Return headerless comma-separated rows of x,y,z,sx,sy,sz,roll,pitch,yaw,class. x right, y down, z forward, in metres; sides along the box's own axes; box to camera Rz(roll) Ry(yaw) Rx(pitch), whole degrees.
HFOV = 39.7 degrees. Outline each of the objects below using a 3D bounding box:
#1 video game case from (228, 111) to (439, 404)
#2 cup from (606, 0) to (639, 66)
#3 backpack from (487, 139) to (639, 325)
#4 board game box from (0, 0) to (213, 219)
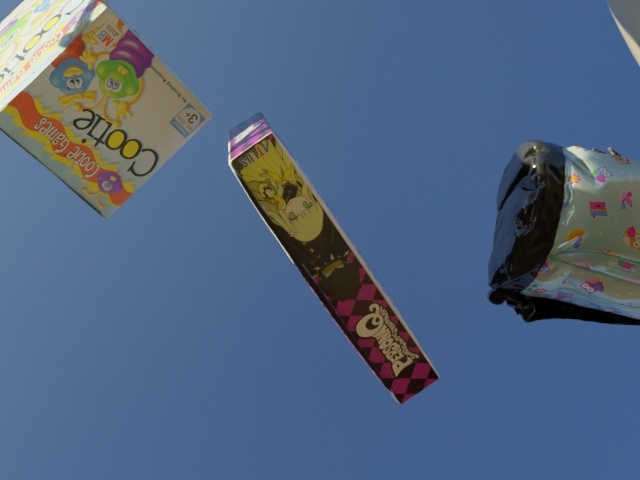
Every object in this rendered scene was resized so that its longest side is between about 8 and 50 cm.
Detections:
0.000,0.000,0.700,0.042,0.232,0.210,-34,-78,2,video game case
0.260,-0.243,0.470,0.237,0.331,0.331,33,-87,-28,cup
0.240,-0.001,0.732,0.182,0.115,0.152,16,-114,-3,backpack
-0.237,-0.163,0.893,0.142,0.275,0.144,-43,-57,1,board game box
